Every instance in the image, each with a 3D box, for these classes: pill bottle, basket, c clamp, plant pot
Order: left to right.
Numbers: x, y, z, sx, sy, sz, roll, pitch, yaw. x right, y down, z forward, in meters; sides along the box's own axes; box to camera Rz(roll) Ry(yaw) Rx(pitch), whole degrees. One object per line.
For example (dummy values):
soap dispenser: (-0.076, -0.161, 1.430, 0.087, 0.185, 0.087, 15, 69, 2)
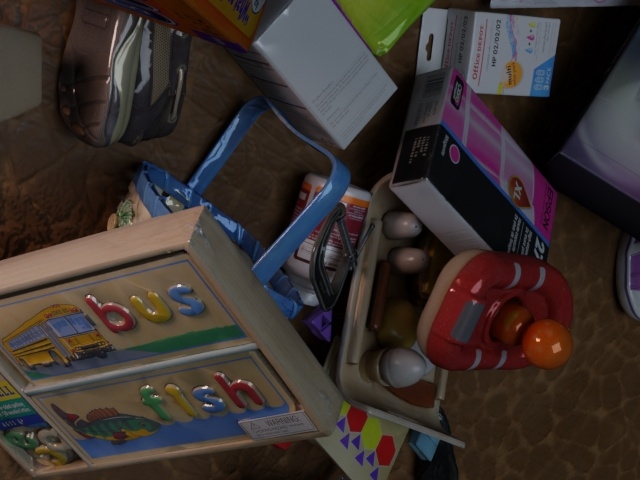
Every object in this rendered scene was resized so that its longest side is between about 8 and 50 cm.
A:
plant pot: (-0.339, -0.173, 1.266, 0.096, 0.109, 0.109, -11, 110, -43)
basket: (-0.105, -0.007, 1.368, 0.289, 0.255, 0.201, -49, 121, 2)
pill bottle: (0.000, 0.000, 1.538, 0.086, 0.086, 0.152, 14, 98, -35)
c clamp: (0.019, 0.009, 1.447, 0.160, 0.022, 0.137, 64, 46, -65)

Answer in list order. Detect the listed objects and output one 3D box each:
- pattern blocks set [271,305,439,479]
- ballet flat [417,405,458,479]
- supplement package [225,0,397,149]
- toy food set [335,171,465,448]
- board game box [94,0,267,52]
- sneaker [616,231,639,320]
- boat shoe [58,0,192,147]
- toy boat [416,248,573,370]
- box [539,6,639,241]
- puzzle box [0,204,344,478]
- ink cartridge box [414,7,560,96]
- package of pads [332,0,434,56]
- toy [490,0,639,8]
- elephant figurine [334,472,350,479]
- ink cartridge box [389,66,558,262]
pattern blocks set: (0.044, 0.221, 1.568, 0.285, 0.026, 0.324, -54, 129, -35)
ballet flat: (0.161, 0.297, 1.753, 0.058, 0.049, 0.173, -4, 115, 3)
supplement package: (-0.017, -0.208, 1.457, 0.105, 0.105, 0.179, -48, 124, -11)
toy food set: (0.137, 0.089, 1.584, 0.220, 0.092, 0.306, 27, 69, -46)
board game box: (-0.191, -0.402, 1.052, 0.356, 0.356, 0.356, 20, 92, 6)
sneaker: (0.530, -0.003, 1.835, 0.102, 0.161, 0.282, 4, 103, -35)
boat shoe: (-0.180, -0.271, 1.337, 0.130, 0.132, 0.355, 1, 112, -43)
toy boat: (0.233, 0.101, 1.494, 0.231, 0.151, 0.151, 6, 112, -52)
box: (0.499, -0.142, 1.681, 0.296, 0.183, 0.294, 32, 85, 4)
puzzle box: (-0.213, 0.118, 1.272, 0.272, 0.409, 0.052, 56, 36, -30)
ink cartridge box: (0.215, -0.241, 1.623, 0.181, 0.061, 0.104, -2, 104, -32)
package of pads: (0.085, -0.387, 1.474, 0.296, 0.101, 0.229, -49, 123, -11)
toy: (0.319, -0.378, 1.656, 0.237, 0.056, 0.136, -7, 111, -26)
elephant figurine: (-0.062, 0.370, 1.556, 0.239, 0.186, 0.169, 26, 120, -37)
ink cartridge box: (0.223, -0.041, 1.626, 0.371, 0.069, 0.175, 45, 49, -40)
